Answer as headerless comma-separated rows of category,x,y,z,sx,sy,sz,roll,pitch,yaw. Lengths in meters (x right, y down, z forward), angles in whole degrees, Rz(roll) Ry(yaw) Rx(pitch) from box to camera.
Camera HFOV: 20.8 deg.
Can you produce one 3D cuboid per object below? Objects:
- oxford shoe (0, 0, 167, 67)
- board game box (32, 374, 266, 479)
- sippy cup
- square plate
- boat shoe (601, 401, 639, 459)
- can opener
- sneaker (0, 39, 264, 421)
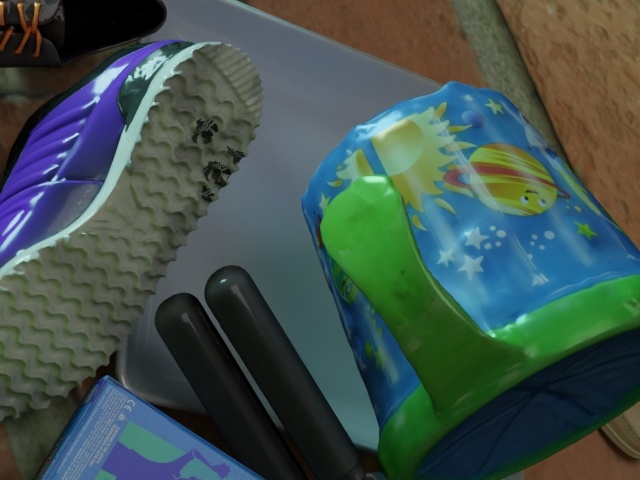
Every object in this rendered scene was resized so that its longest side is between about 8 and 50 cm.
oxford shoe,-0.223,-0.158,1.157,0.271,0.098,0.097,-16,121,-42
board game box,-0.088,0.206,1.057,0.210,0.047,0.160,35,67,-10
sippy cup,0.105,0.024,1.194,0.240,0.305,0.224,-23,67,-15
square plate,0.000,0.000,1.300,0.344,0.049,0.347,19,56,-30
boat shoe,0.243,0.094,1.429,0.063,0.059,0.170,-14,75,-42
can opener,-0.009,0.143,1.157,0.283,0.076,0.095,59,9,-10
sneaker,-0.168,-0.015,1.140,0.293,0.146,0.102,-51,130,-14
